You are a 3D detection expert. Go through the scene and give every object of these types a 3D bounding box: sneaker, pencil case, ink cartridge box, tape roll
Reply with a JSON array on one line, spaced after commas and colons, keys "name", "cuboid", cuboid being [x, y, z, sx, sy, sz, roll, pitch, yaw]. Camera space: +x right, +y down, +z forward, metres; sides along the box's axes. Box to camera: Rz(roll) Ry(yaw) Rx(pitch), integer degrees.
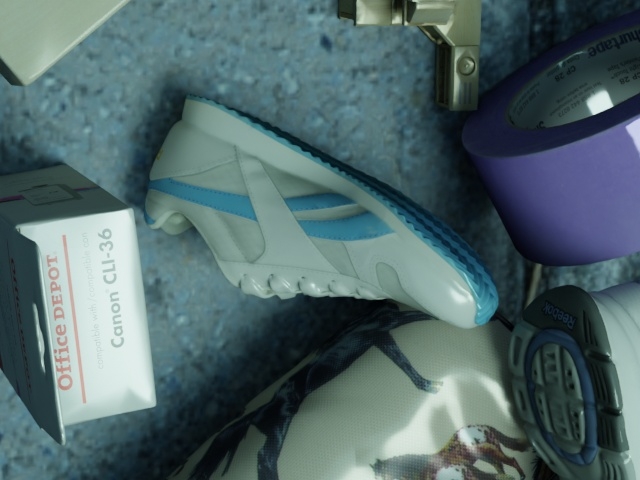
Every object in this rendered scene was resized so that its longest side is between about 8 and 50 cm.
[{"name": "sneaker", "cuboid": [0.000, 0.000, 1.066, 0.229, 0.087, 0.092, 29, 96, 22]}, {"name": "sneaker", "cuboid": [0.200, 0.161, 1.031, 0.129, 0.111, 0.297, -15, 102, -32]}, {"name": "pencil case", "cuboid": [-0.010, 0.190, 1.104, 0.410, 0.160, 0.183, -42, 111, -7]}, {"name": "ink cartridge box", "cuboid": [-0.142, 0.031, 1.004, 0.067, 0.198, 0.115, -10, 104, -17]}, {"name": "tape roll", "cuboid": [0.187, -0.069, 1.107, 0.189, 0.189, 0.080, -33, 111, -11]}]

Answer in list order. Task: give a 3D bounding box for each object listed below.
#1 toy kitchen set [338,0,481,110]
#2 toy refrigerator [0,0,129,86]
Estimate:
[{"name": "toy kitchen set", "cuboid": [0.061, -0.116, 1.117, 0.083, 0.068, 0.075, -3, 102, -19]}, {"name": "toy refrigerator", "cuboid": [-0.102, -0.212, 1.029, 0.269, 0.094, 0.102, -42, 104, -8]}]
